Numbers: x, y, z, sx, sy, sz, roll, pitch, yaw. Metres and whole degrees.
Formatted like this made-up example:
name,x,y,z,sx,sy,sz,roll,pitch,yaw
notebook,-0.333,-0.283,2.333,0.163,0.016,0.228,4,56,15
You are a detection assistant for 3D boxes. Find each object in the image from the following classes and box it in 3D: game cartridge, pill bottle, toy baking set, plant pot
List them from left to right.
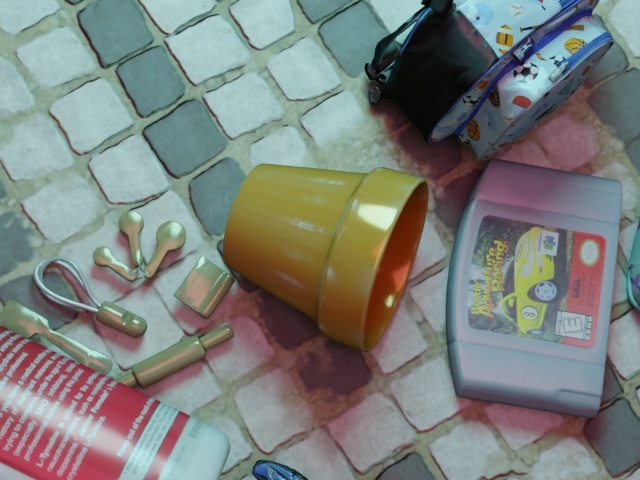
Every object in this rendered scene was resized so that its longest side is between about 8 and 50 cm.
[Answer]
name,x,y,z,sx,sy,sz,roll,pitch,yaw
pill bottle,-0.319,0.223,1.248,0.408,0.229,0.229,26,77,-1
toy baking set,-0.229,0.079,1.391,0.256,0.030,0.197,-30,81,-11
plant pot,0.000,0.000,1.356,0.188,0.205,0.205,19,77,14
game cartridge,0.252,0.053,1.436,0.196,0.060,0.294,8,78,0

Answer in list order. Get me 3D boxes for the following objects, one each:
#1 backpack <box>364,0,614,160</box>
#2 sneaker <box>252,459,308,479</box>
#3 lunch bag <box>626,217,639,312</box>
name,x,y,z,sx,sy,sz,roll,pitch,yaw
backpack,0.219,-0.242,1.392,0.213,0.276,0.263,44,71,-2
sneaker,-0.009,0.339,1.336,0.087,0.083,0.221,-37,83,-9
lunch bag,0.504,-0.004,1.445,0.224,0.108,0.279,18,78,-5
